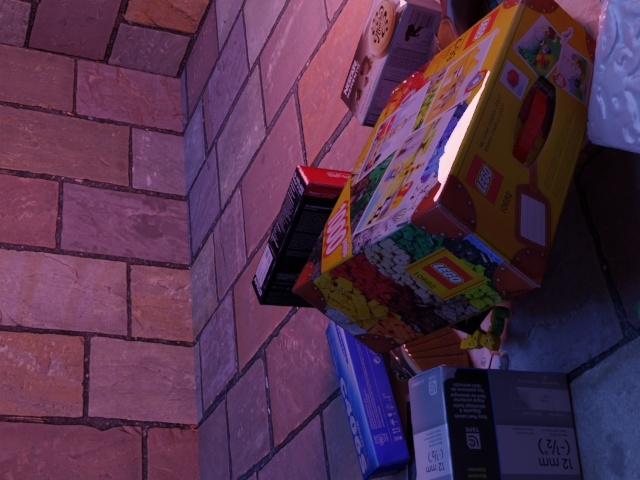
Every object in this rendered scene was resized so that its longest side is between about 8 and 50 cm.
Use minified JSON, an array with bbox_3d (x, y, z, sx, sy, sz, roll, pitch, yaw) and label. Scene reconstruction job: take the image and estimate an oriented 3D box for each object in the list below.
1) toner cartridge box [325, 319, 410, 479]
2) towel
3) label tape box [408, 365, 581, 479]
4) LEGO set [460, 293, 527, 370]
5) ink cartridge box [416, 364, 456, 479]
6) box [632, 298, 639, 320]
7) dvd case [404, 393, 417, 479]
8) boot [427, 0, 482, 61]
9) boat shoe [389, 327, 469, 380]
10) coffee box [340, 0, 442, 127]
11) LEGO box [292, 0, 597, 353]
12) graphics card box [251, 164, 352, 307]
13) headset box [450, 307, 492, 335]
[{"bbox_3d":[0.097,0.325,1.969,0.165,0.075,0.348,110,148,-63],"label":"toner cartridge box"},{"bbox_3d":[0.502,-0.267,1.201,0.317,0.053,0.332,21,115,48],"label":"towel"},{"bbox_3d":[0.282,0.379,1.430,0.115,0.249,0.348,-41,47,55],"label":"label tape box"},{"bbox_3d":[0.313,0.151,1.632,0.093,0.087,0.227,-146,64,-64],"label":"LEGO set"},{"bbox_3d":[0.269,0.344,1.618,0.181,0.056,0.225,4,88,34],"label":"ink cartridge box"},{"bbox_3d":[0.504,0.106,1.267,0.179,0.043,0.105,-109,35,-48],"label":"box"},{"bbox_3d":[0.225,0.417,1.826,0.179,0.029,0.239,149,125,-60],"label":"dvd case"},{"bbox_3d":[0.293,-0.394,1.794,0.280,0.096,0.264,-105,31,-52],"label":"boot"},{"bbox_3d":[0.199,0.227,1.856,0.342,0.123,0.123,-128,33,-55],"label":"boat shoe"},{"bbox_3d":[0.165,-0.417,2.096,0.168,0.118,0.297,-119,42,-52],"label":"coffee box"},{"bbox_3d":[0.210,-0.108,1.447,0.372,0.193,0.500,-33,24,50],"label":"LEGO box"},{"bbox_3d":[0.000,0.000,2.209,0.094,0.232,0.371,62,140,47],"label":"graphics card box"},{"bbox_3d":[0.266,0.005,1.622,0.293,0.110,0.218,-50,21,-9],"label":"headset box"}]
